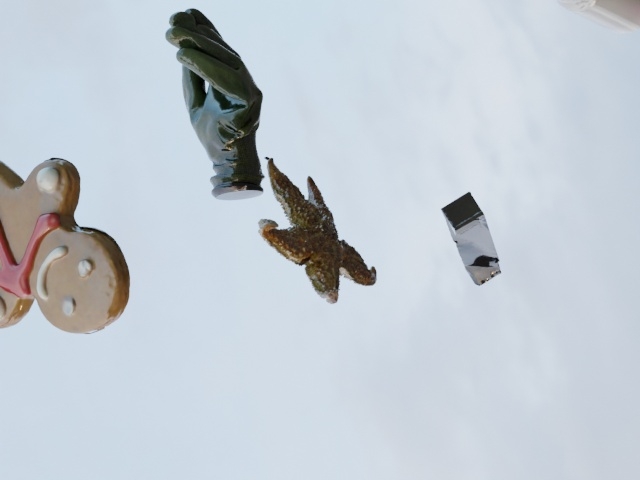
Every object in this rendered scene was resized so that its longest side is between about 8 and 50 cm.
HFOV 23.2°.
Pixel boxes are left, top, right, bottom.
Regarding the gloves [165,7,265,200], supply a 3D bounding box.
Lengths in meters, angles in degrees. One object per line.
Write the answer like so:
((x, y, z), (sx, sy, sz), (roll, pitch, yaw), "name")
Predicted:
((-0.133, -0.183, 2.070), (0.107, 0.135, 0.268), (-18, -92, -34), "gloves")

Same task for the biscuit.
((-0.359, -0.007, 1.802), (0.340, 0.216, 0.047), (36, -165, 23), "biscuit")

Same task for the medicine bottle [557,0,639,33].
((0.399, -0.368, 2.244), (0.187, 0.103, 0.102), (13, -120, -47), "medicine bottle")

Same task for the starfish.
((0.001, -0.001, 1.859), (0.240, 0.043, 0.227), (32, -147, -48), "starfish")

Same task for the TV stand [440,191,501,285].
((0.218, 0.003, 2.214), (0.040, 0.049, 0.256), (59, 180, 23), "TV stand")
